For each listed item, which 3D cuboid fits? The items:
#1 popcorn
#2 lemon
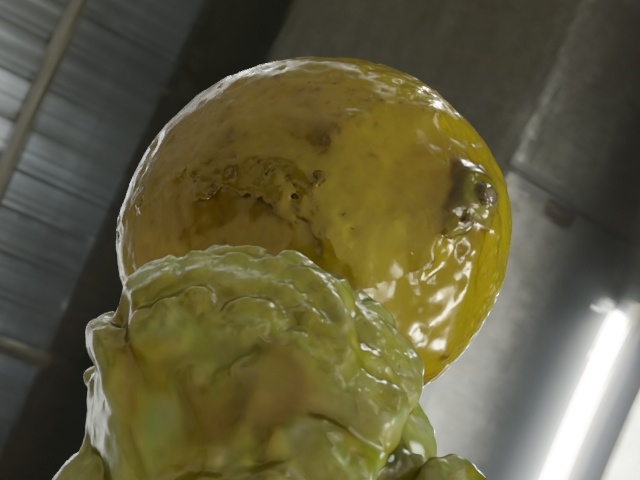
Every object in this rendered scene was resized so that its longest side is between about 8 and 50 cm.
[{"bbox_3d":[-0.029,0.126,0.807,0.255,0.195,0.256,-9,-78,39],"label":"popcorn"},{"bbox_3d":[0.000,0.000,1.028,0.310,0.253,0.253,-7,-116,44],"label":"lemon"}]
